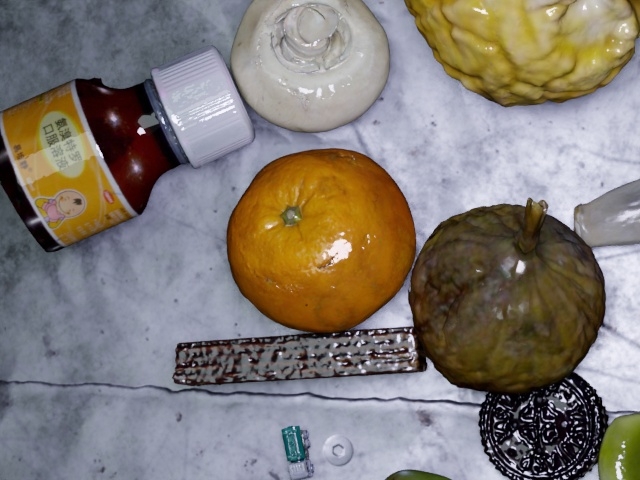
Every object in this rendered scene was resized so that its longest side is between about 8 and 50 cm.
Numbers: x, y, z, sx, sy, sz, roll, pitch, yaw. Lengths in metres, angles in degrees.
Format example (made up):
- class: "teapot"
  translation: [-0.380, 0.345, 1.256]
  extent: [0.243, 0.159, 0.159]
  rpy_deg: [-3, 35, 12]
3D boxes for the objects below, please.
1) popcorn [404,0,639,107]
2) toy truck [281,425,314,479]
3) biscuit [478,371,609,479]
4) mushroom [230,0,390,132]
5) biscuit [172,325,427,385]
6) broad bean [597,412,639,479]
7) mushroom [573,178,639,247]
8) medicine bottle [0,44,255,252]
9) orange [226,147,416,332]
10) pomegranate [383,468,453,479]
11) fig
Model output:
- class: "popcorn"
  translation: [0.277, -0.369, 1.781]
  extent: [0.390, 0.344, 0.354]
  rpy_deg: [18, 104, 24]
- class: "toy truck"
  translation: [-0.037, 0.327, 1.921]
  extent: [0.039, 0.044, 0.083]
  rpy_deg: [-13, 81, 13]
- class: "biscuit"
  translation: [0.330, 0.275, 1.848]
  extent: [0.194, 0.053, 0.195]
  rpy_deg: [-1, 84, 12]
- class: "mushroom"
  translation: [-0.017, -0.290, 1.896]
  extent: [0.246, 0.202, 0.246]
  rpy_deg: [0, 73, 1]
- class: "biscuit"
  translation: [-0.032, 0.178, 1.902]
  extent: [0.388, 0.107, 0.073]
  rpy_deg: [-5, 83, 11]
- class: "broad bean"
  translation: [0.455, 0.339, 1.797]
  extent: [0.124, 0.082, 0.175]
  rpy_deg: [-4, 76, -27]
- class: "mushroom"
  translation: [0.529, -0.082, 1.826]
  extent: [0.351, 0.097, 0.109]
  rpy_deg: [-32, 78, 9]
- class: "medicine bottle"
  translation: [-0.309, -0.162, 1.942]
  extent: [0.395, 0.242, 0.242]
  rpy_deg: [-28, 79, -1]
- class: "orange"
  translation: [0.000, 0.000, 1.847]
  extent: [0.283, 0.226, 0.284]
  rpy_deg: [-9, 62, 18]
- class: "pomegranate"
  translation: [0.136, 0.416, 1.787]
  extent: [0.181, 0.224, 0.182]
  rpy_deg: [-2, 75, 9]
- class: "fig"
  translation: [0.258, 0.039, 1.725]
  extent: [0.286, 0.369, 0.286]
  rpy_deg: [-3, 57, 4]
